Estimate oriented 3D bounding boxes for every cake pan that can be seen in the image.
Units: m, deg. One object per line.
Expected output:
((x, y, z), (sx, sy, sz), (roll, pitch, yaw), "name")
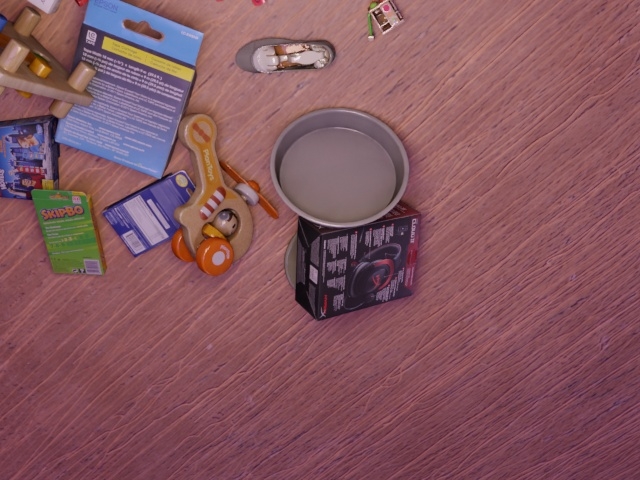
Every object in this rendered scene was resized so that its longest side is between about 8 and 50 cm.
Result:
((0.040, -0.148, 1.536), (0.293, 0.293, 0.054), (4, 154, -1), "cake pan")

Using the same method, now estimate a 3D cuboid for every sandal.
((-0.001, -0.002, 1.686), (0.120, 0.086, 0.302), (21, 114, -9), "sandal")

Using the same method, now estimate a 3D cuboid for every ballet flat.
((-0.075, -0.386, 1.513), (0.213, 0.068, 0.072), (-3, 115, 3), "ballet flat")

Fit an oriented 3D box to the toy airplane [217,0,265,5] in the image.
((-0.174, -0.536, 1.465), (0.151, 0.028, 0.151), (1, 114, 2), "toy airplane")

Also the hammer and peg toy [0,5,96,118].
((-0.626, -0.390, 1.371), (0.361, 0.266, 0.127), (44, 104, 14), "hammer and peg toy")

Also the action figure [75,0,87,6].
((-0.370, -0.570, 1.397), (0.280, 0.091, 0.139), (-29, 76, -20), "action figure")

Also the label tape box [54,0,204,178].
((-0.395, -0.329, 1.525), (0.241, 0.106, 0.333), (20, 113, -7), "label tape box")

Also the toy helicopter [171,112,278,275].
((-0.223, -0.113, 1.593), (0.235, 0.140, 0.355), (-27, 120, -32), "toy helicopter")

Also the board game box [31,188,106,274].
((-0.580, -0.022, 1.678), (0.124, 0.039, 0.259), (3, 135, -1), "board game box")

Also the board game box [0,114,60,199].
((-0.690, -0.193, 1.621), (0.194, 0.060, 0.194), (6, 116, -2), "board game box")

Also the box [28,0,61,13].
((-0.611, -0.632, 1.403), (0.322, 0.058, 0.232), (32, 108, -15), "box")

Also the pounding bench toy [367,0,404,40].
((0.119, -0.458, 1.483), (0.083, 0.052, 0.065), (-31, 111, 15), "pounding bench toy")

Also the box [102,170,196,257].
((-0.376, -0.066, 1.689), (0.225, 0.036, 0.136), (-25, 113, 12), "box")

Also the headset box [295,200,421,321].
((0.097, 0.036, 1.636), (0.293, 0.110, 0.218), (-13, 120, -28), "headset box")
